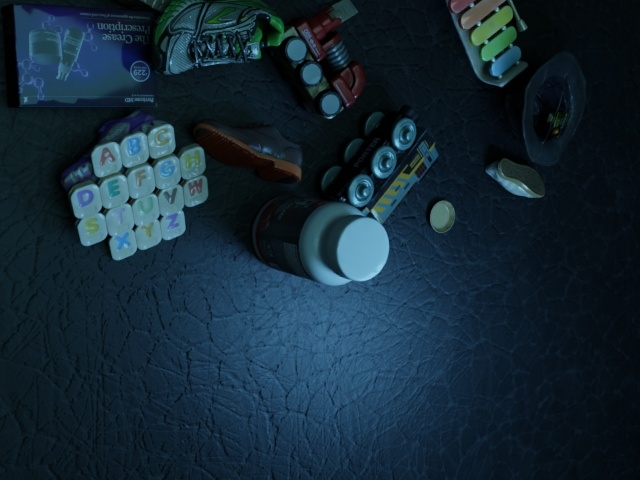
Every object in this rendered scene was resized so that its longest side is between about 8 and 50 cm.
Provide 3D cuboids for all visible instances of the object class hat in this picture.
[{"bbox_3d":[0.575,-0.361,2.150,0.331,0.134,0.331,-24,125,-40],"label":"hat"}]

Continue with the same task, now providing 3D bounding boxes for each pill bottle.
[{"bbox_3d":[0.000,0.000,1.727,0.176,0.318,0.176,-5,100,-33],"label":"pill bottle"}]

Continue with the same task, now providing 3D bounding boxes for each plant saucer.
[{"bbox_3d":[0.313,-0.062,2.099,0.083,0.015,0.083,-5,100,-32],"label":"plant saucer"}]

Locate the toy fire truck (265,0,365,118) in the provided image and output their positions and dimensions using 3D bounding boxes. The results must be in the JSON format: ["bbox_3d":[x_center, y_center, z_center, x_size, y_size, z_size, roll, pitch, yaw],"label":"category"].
[{"bbox_3d":[0.026,-0.424,1.797,0.246,0.158,0.217,-40,116,-10],"label":"toy fire truck"}]

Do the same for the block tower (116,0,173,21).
[{"bbox_3d":[-0.392,-0.511,1.501,0.335,0.097,0.091,21,87,-43],"label":"block tower"}]

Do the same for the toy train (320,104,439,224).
[{"bbox_3d":[0.142,-0.158,1.909,0.334,0.142,0.190,-52,130,-15],"label":"toy train"}]

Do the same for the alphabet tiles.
[{"bbox_3d":[-0.351,-0.090,1.595,0.284,0.021,0.278,-24,136,-27],"label":"alphabet tiles"}]

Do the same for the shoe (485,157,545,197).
[{"bbox_3d":[0.534,-0.169,2.206,0.219,0.058,0.077,22,66,-37],"label":"shoe"}]

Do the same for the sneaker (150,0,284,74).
[{"bbox_3d":[-0.196,-0.403,1.570,0.343,0.146,0.134,-40,155,-43],"label":"sneaker"}]

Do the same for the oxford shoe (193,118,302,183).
[{"bbox_3d":[-0.154,-0.211,1.745,0.271,0.097,0.098,24,65,-37],"label":"oxford shoe"}]

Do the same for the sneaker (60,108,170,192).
[{"bbox_3d":[-0.407,-0.177,1.577,0.236,0.104,0.095,-37,155,-16],"label":"sneaker"}]

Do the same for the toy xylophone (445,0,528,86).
[{"bbox_3d":[0.435,-0.568,2.058,0.236,0.081,0.323,-47,119,-18],"label":"toy xylophone"}]

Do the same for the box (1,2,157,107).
[{"bbox_3d":[-0.448,-0.341,1.519,0.261,0.103,0.184,-7,104,-32],"label":"box"}]
